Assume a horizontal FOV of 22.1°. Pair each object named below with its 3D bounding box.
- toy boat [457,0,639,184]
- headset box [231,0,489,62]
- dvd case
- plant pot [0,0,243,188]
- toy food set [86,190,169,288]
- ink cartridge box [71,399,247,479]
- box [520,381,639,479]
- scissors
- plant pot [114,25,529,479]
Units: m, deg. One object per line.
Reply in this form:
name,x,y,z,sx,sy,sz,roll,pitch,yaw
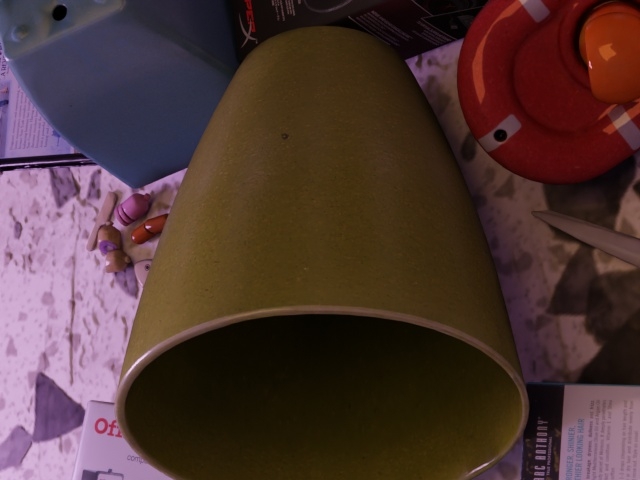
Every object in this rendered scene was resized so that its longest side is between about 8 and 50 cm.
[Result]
toy boat,0.197,-0.131,1.101,0.231,0.151,0.151,-37,97,20
headset box,0.071,-0.266,1.259,0.293,0.110,0.218,-19,69,28
dvd case,-0.231,-0.153,1.477,0.253,0.022,0.180,-2,78,32
plant pot,-0.152,-0.167,1.284,0.165,0.234,0.166,-22,72,17
toy food set,-0.152,-0.001,1.389,0.122,0.019,0.078,22,90,34
ink cartridge box,-0.121,0.236,1.269,0.153,0.087,0.208,5,80,33
box,0.253,0.148,1.070,0.244,0.060,0.101,-1,77,32
scissors,0.269,0.037,1.111,0.297,0.021,0.109,6,83,32
plant pot,0.000,0.000,1.169,0.274,0.275,0.294,-21,50,27
